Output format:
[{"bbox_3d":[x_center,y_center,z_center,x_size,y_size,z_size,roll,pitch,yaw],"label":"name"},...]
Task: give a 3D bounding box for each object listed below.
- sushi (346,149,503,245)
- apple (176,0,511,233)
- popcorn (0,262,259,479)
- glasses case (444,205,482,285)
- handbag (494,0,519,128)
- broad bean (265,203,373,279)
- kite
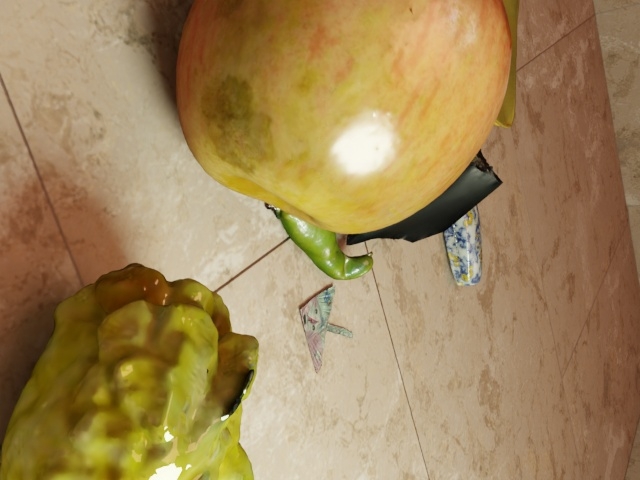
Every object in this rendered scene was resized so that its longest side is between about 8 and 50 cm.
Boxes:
[{"bbox_3d":[0.140,-0.133,1.135,0.227,0.215,0.212,-8,66,-42],"label":"sushi"},{"bbox_3d":[0.020,-0.178,0.827,0.364,0.363,0.364,12,75,-56],"label":"apple"},{"bbox_3d":[-0.162,0.168,0.639,0.252,0.215,0.286,93,13,-60],"label":"popcorn"},{"bbox_3d":[0.283,-0.033,1.476,0.087,0.065,0.248,-19,100,-59],"label":"glasses case"},{"bbox_3d":[0.280,-0.432,1.483,0.283,0.133,0.401,34,57,-44],"label":"handbag"},{"bbox_3d":[0.000,0.000,1.045,0.070,0.048,0.213,-49,131,6],"label":"broad bean"},{"bbox_3d":[0.009,0.131,1.087,0.152,0.005,0.137,40,56,-48],"label":"kite"}]
